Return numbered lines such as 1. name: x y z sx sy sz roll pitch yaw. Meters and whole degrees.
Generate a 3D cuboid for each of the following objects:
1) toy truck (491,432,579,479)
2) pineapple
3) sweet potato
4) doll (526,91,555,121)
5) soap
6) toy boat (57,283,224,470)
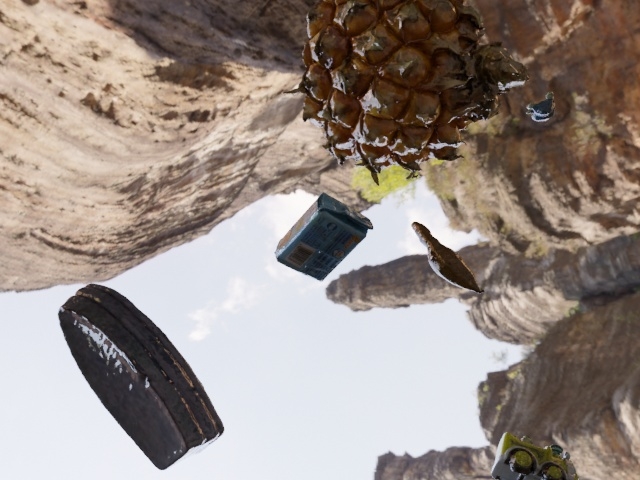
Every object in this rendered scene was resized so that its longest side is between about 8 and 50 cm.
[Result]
1. toy truck: 0.299 0.310 0.765 0.111 0.076 0.077 16 -138 13
2. pineapple: 0.110 -0.219 0.762 0.209 0.286 0.345 -29 -56 -33
3. sweet potato: 0.307 0.042 1.412 0.074 0.075 0.269 -8 -132 -40
4. doll: 0.569 -0.335 1.423 0.083 0.076 0.051 16 -127 -64
5. soap: 0.000 0.000 1.427 0.156 0.293 0.077 30 -138 -16
6. toy boat: -0.249 0.175 0.746 0.283 0.127 0.078 49 -145 7
